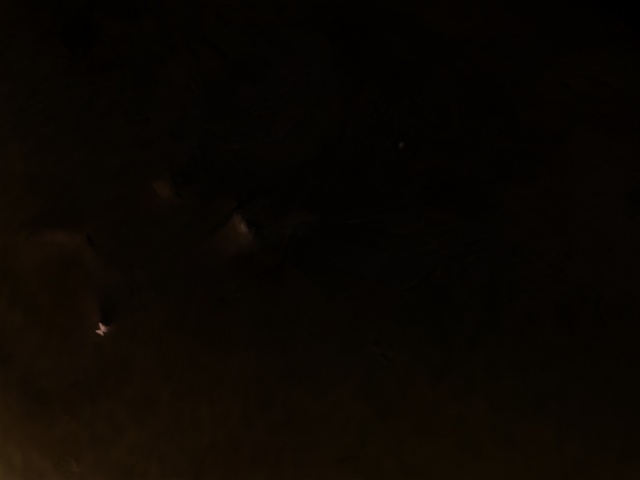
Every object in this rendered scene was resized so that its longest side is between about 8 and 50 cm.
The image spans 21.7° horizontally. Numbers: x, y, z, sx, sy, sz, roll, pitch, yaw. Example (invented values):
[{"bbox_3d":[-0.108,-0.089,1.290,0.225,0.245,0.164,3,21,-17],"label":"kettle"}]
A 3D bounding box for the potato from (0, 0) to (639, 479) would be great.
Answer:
[{"bbox_3d":[-0.027,-0.003,0.532,0.359,0.269,0.219,42,155,29],"label":"potato"}]
